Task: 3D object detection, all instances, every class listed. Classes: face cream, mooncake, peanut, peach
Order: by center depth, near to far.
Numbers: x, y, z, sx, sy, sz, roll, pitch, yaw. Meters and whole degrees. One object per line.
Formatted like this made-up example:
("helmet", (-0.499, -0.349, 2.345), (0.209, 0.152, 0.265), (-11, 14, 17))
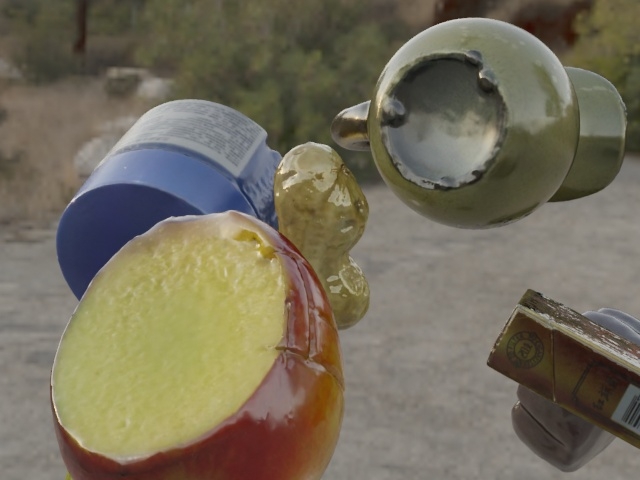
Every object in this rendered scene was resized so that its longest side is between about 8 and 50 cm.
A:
("peach", (-0.102, 0.113, 1.230), (0.248, 0.275, 0.245), (8, -25, -3))
("peanut", (0.000, 0.000, 1.572), (0.103, 0.229, 0.098), (18, 34, 33))
("face cream", (-0.172, -0.025, 1.772), (0.249, 0.249, 0.225), (6, 36, 18))
("mooncake", (0.375, 0.205, 1.966), (0.133, 0.245, 0.245), (39, 27, 29))

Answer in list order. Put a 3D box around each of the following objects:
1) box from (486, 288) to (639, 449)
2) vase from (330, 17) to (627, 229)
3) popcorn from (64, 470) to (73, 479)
("box", (0.275, 0.132, 1.290), (0.240, 0.071, 0.159), (28, 11, 10))
("vase", (0.168, -0.135, 1.697), (0.329, 0.241, 0.302), (1, 2, 30))
("popcorn", (-0.190, 0.298, 1.545), (0.155, 0.198, 0.197), (-9, 13, -23))
